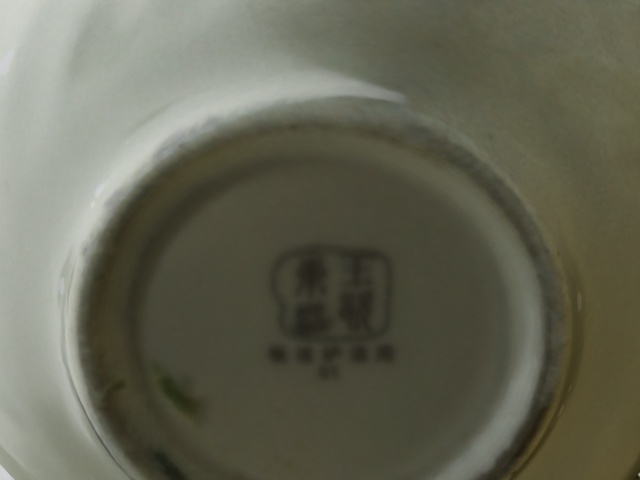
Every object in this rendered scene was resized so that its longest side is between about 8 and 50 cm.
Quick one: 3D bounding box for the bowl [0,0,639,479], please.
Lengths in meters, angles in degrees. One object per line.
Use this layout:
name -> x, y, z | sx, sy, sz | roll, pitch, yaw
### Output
bowl -> 0.000, 0.000, 0.569 | 0.277, 0.277, 0.145 | -60, 10, 21

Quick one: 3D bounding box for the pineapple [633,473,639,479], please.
pineapple -> 0.212, 0.091, 0.660 | 0.165, 0.165, 0.364 | -42, -2, -44
